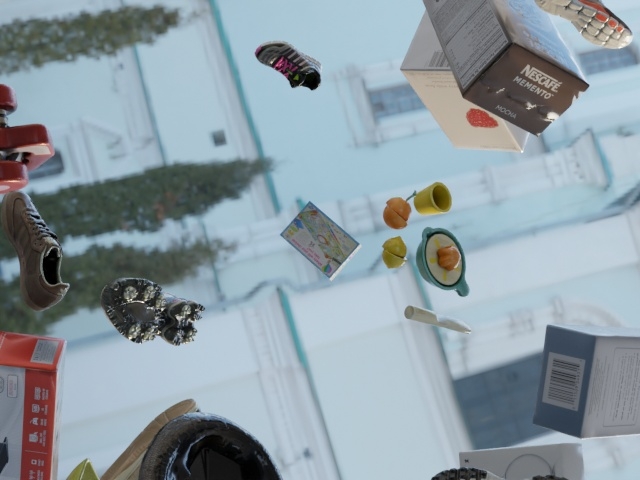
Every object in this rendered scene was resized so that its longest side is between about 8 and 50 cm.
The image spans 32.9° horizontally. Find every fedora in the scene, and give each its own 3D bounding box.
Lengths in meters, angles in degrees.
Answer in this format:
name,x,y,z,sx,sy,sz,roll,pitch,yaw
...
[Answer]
name,x,y,z,sx,sy,sz,roll,pitch,yaw
fedora,-0.198,0.449,1.764,0.152,0.334,0.334,-39,-122,31

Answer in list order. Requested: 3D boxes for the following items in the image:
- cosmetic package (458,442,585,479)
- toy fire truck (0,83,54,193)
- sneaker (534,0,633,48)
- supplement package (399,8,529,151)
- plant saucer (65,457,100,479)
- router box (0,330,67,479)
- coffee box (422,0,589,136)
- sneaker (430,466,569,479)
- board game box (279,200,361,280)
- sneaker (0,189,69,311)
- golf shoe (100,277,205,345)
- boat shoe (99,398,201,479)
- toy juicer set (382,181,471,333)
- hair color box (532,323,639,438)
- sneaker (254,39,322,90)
name,x,y,z,sx,sy,sz,roll,pitch,yaw
cosmetic package,0.464,0.656,2.444,0.284,0.097,0.377,-17,-109,43
toy fire truck,-0.608,-0.144,1.848,0.254,0.302,0.169,138,-58,-78
sneaker,0.372,-0.328,1.503,0.061,0.158,0.065,-39,-157,60
supplement package,0.328,-0.339,2.284,0.177,0.175,0.293,7,-26,37
plant saucer,-0.435,0.519,1.943,0.188,0.045,0.188,-78,161,-47
router box,-0.531,0.281,1.564,0.082,0.301,0.335,-94,-168,-60
coffee box,0.279,-0.322,1.696,0.119,0.168,0.297,-47,-142,30
sneaker,0.291,0.431,1.760,0.078,0.234,0.106,-75,164,-52
board game box,0.000,0.000,2.396,0.154,0.103,0.026,42,-2,15
sneaker,-0.403,0.005,1.563,0.066,0.071,0.188,8,60,-59
golf shoe,-0.316,0.120,1.881,0.273,0.120,0.105,34,76,-63
boat shoe,-0.341,0.444,2.197,0.092,0.285,0.103,50,-18,-17
toy juicer set,0.227,0.047,2.238,0.089,0.209,0.329,-18,-96,46
hair color box,0.560,0.259,2.018,0.114,0.374,0.185,11,-87,48
sneaker,-0.060,-0.360,2.259,0.063,0.170,0.075,-42,-133,32
